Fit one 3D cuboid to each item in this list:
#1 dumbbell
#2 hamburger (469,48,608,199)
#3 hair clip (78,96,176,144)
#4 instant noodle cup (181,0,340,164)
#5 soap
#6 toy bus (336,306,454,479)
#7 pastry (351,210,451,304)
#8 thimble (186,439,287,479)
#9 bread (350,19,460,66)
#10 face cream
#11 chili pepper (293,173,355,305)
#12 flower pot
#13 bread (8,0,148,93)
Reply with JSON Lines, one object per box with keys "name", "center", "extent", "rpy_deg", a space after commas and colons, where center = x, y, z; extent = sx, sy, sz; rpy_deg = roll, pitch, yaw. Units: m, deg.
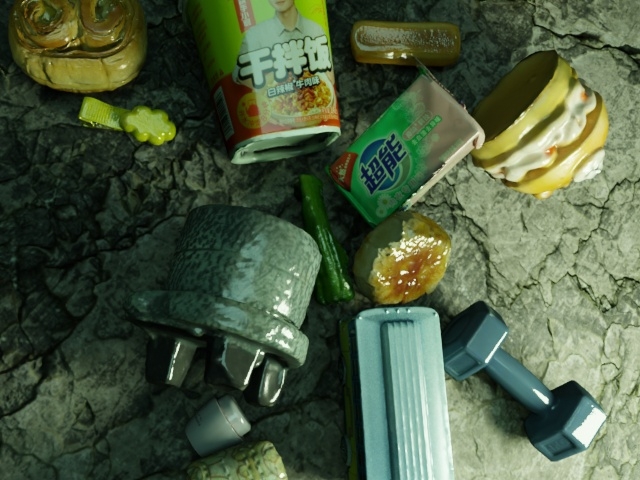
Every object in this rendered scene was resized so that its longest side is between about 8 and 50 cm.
{"name": "dumbbell", "center": [0.371, 0.264, 1.140], "extent": [0.316, 0.156, 0.143], "rpy_deg": [41, 102, -1]}
{"name": "hamburger", "center": [0.441, -0.210, 1.206], "extent": [0.237, 0.276, 0.276], "rpy_deg": [39, 73, -15]}
{"name": "hair clip", "center": [-0.357, -0.226, 1.134], "extent": [0.173, 0.046, 0.072], "rpy_deg": [14, 79, -11]}
{"name": "instant noodle cup", "center": [-0.097, -0.314, 1.113], "extent": [0.294, 0.294, 0.307], "rpy_deg": [-11, 88, -14]}
{"name": "soap", "center": [0.157, -0.169, 1.146], "extent": [0.273, 0.098, 0.217], "rpy_deg": [-43, 74, 16]}
{"name": "toy bus", "center": [0.121, 0.279, 1.057], "extent": [0.152, 0.190, 0.312], "rpy_deg": [-1, 78, -12]}
{"name": "pastry", "center": [0.150, 0.031, 1.123], "extent": [0.193, 0.182, 0.093], "rpy_deg": [4, 33, -37]}
{"name": "thimble", "center": [-0.133, 0.418, 0.987], "extent": [0.144, 0.190, 0.137], "rpy_deg": [-14, 43, -22]}
{"name": "bread", "center": [0.174, -0.415, 1.277], "extent": [0.240, 0.074, 0.092], "rpy_deg": [-1, 94, -11]}
{"name": "face cream", "center": [-0.175, 0.318, 1.036], "extent": [0.095, 0.091, 0.091], "rpy_deg": [-34, 87, -9]}
{"name": "chili pepper", "center": [0.000, 0.000, 1.137], "extent": [0.084, 0.099, 0.253], "rpy_deg": [-12, 81, -5]}
{"name": "flower pot", "center": [-0.162, 0.108, 0.985], "extent": [0.299, 0.299, 0.282], "rpy_deg": [17, 71, -9]}
{"name": "bread", "center": [-0.438, -0.367, 1.107], "extent": [0.236, 0.120, 0.198], "rpy_deg": [-3, 78, -13]}
